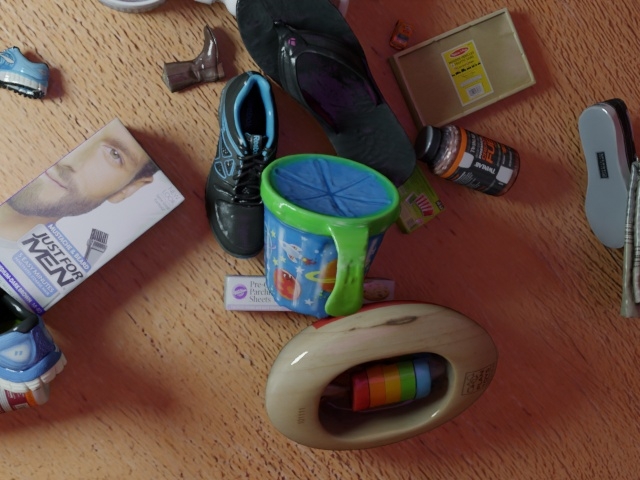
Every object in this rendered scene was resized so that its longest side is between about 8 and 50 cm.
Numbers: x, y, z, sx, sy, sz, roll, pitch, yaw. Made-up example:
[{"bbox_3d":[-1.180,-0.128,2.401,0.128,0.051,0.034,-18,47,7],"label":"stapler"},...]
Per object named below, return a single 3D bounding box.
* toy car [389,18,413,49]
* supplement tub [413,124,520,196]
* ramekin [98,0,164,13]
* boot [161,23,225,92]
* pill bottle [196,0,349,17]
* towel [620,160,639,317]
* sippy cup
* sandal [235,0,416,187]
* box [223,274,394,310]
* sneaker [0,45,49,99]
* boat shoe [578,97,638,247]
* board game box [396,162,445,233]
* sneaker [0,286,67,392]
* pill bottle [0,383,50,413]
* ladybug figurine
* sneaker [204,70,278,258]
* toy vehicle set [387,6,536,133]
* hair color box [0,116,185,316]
[{"bbox_3d":[0.134,-0.428,1.400,0.122,0.040,0.060,40,83,-12],"label":"toy car"},{"bbox_3d":[0.281,-0.160,1.405,0.198,0.106,0.106,16,88,-20],"label":"supplement tub"},{"bbox_3d":[-0.330,-0.494,1.250,0.207,0.109,0.207,0,92,-13],"label":"ramekin"},{"bbox_3d":[-0.241,-0.332,1.317,0.114,0.037,0.106,-16,93,-8],"label":"boot"},{"bbox_3d":[-0.085,-0.465,1.289,0.264,0.153,0.153,7,90,-13],"label":"pill bottle"},{"bbox_3d":[0.725,0.003,1.493,0.312,0.056,0.324,0,94,-40],"label":"towel"},{"bbox_3d":[0.000,0.000,1.241,0.240,0.305,0.224,20,123,13],"label":"sippy cup"},{"bbox_3d":[0.029,-0.265,1.256,0.167,0.107,0.446,-38,111,8],"label":"sandal"},{"bbox_3d":[-0.020,0.101,1.370,0.324,0.063,0.067,3,91,-14],"label":"box"},{"bbox_3d":[-0.545,-0.302,1.239,0.162,0.063,0.073,19,70,-18],"label":"sneaker"},{"bbox_3d":[0.610,-0.140,1.495,0.105,0.113,0.306,-23,103,-31],"label":"boat shoe"},{"bbox_3d":[0.156,-0.112,1.416,0.092,0.043,0.181,-35,100,-11],"label":"board game box"},{"bbox_3d":[-0.551,0.118,1.144,0.330,0.130,0.147,13,124,20],"label":"sneaker"},{"bbox_3d":[-0.579,0.237,1.209,0.221,0.121,0.121,-10,94,-14],"label":"pill bottle"},{"bbox_3d":[0.111,0.233,1.332,0.449,0.162,0.305,-5,122,-15],"label":"ladybug figurine"},{"bbox_3d":[-0.139,-0.134,1.294,0.125,0.139,0.341,-1,93,-15],"label":"sneaker"},{"bbox_3d":[0.285,-0.339,1.443,0.267,0.035,0.166,-25,98,-12],"label":"toy vehicle set"},{"bbox_3d":[-0.423,-0.035,1.246,0.339,0.110,0.185,-41,99,-11],"label":"hair color box"}]
